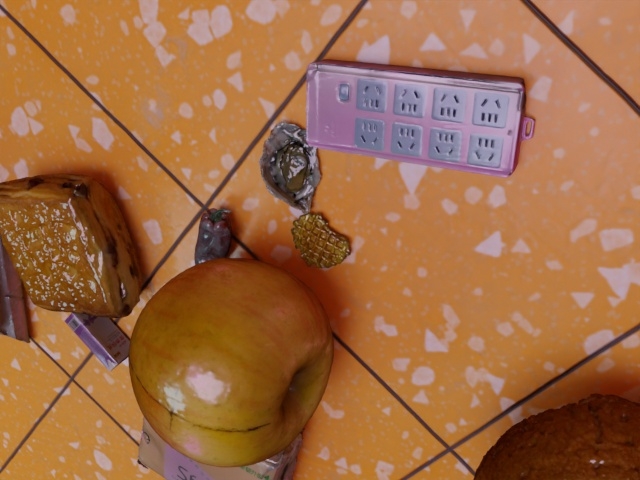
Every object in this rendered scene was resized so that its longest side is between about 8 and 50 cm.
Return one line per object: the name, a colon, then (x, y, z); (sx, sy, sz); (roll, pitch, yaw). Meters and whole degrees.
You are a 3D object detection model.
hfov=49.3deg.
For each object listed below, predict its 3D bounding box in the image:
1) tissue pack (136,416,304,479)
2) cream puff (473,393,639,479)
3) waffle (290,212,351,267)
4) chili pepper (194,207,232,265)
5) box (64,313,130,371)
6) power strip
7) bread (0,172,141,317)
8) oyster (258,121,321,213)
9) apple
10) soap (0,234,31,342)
tissue pack: (-0.161, 0.326, 1.111); (0.256, 0.123, 0.215); (27, 123, 20)
cream puff: (0.328, 0.317, 0.829); (0.302, 0.212, 0.303); (5, 111, 14)
waffle: (-0.002, 0.000, 0.951); (0.078, 0.016, 0.085); (-31, 96, 32)
chili pepper: (-0.155, 0.002, 1.009); (0.050, 0.041, 0.153); (46, 142, 24)
box: (-0.369, 0.159, 1.173); (0.117, 0.050, 0.036); (47, 130, -2)
power strip: (0.107, -0.147, 0.820); (0.278, 0.037, 0.109); (11, 117, 20)
bread: (-0.388, 0.006, 1.089); (0.210, 0.099, 0.235); (2, 119, 27)
oyster: (-0.035, -0.099, 0.918); (0.098, 0.037, 0.100); (28, 102, -10)
apple: (-0.120, 0.158, 0.925); (0.233, 0.286, 0.286); (24, 121, 25)
soap: (-0.632, 0.098, 1.146); (0.158, 0.258, 0.302); (11, 117, 19)
